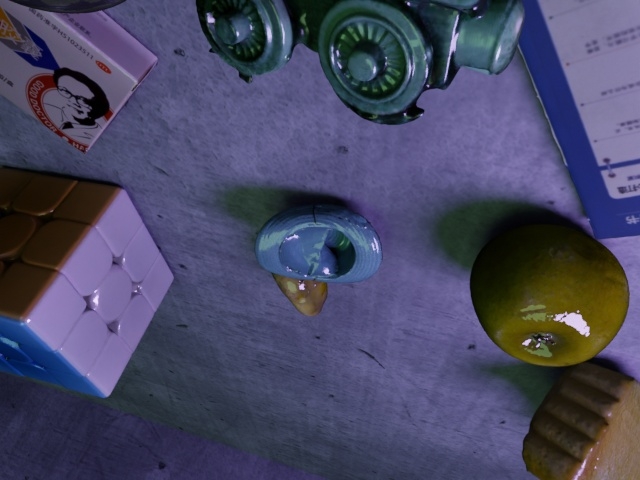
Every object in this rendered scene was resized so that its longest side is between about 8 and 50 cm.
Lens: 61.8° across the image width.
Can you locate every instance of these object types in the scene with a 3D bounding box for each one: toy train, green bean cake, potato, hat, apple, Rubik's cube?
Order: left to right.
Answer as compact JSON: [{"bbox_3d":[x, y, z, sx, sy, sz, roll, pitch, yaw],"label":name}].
[{"bbox_3d":[-0.499,0.077,0.990,0.292,0.291,0.290,10,143,17],"label":"Rubik's cube"},{"bbox_3d":[-0.029,0.070,0.912,0.070,0.091,0.138,-21,128,27],"label":"potato"},{"bbox_3d":[0.000,0.000,0.816,0.191,0.077,0.138,4,129,3],"label":"hat"},{"bbox_3d":[0.019,-0.236,0.411,0.299,0.167,0.238,22,141,18],"label":"toy train"},{"bbox_3d":[0.291,0.073,0.697,0.197,0.156,0.196,12,138,11],"label":"apple"},{"bbox_3d":[0.465,0.350,0.914,0.236,0.233,0.124,45,167,-30],"label":"green bean cake"}]

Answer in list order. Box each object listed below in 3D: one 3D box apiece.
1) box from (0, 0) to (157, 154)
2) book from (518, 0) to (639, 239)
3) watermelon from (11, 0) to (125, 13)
[{"bbox_3d":[-0.404,-0.279,0.672,0.353,0.069,0.214,37,142,-24],"label":"box"},{"bbox_3d":[0.342,-0.164,0.458,0.300,0.039,0.428,-10,134,36],"label":"book"},{"bbox_3d":[-0.226,-0.296,0.432,0.212,0.212,0.212,14,144,10],"label":"watermelon"}]
